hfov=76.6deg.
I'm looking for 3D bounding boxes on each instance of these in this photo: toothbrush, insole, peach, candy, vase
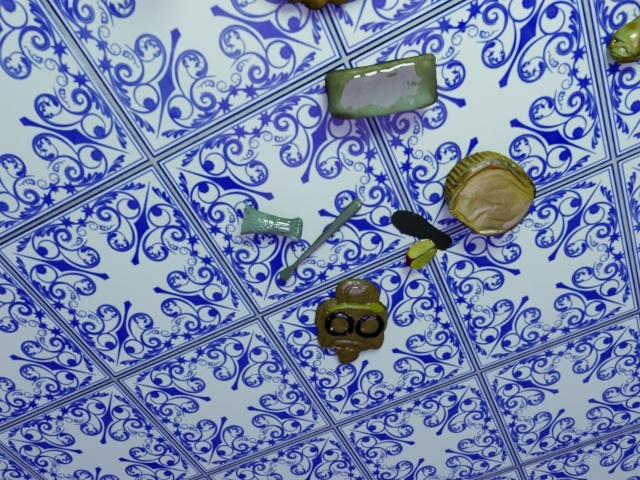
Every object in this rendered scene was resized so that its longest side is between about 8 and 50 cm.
[{"bbox_3d":[0.000,0.000,1.047,0.030,0.030,0.297,45,105,0],"label":"toothbrush"},{"bbox_3d":[0.265,-0.027,1.057,0.189,0.004,0.064,28,111,-14],"label":"insole"},{"bbox_3d":[0.260,0.031,1.057,0.078,0.050,0.083,7,129,-33],"label":"peach"},{"bbox_3d":[0.128,-0.324,0.863,0.234,0.102,0.104,-11,115,1],"label":"candy"},{"bbox_3d":[-0.118,-0.038,1.000,0.149,0.081,0.081,11,114,-10],"label":"vase"}]

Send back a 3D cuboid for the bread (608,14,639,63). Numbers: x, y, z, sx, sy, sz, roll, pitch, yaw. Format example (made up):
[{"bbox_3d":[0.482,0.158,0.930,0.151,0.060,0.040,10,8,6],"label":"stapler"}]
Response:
[{"bbox_3d":[0.779,-0.486,0.827,0.368,0.084,0.077,-29,71,12],"label":"bread"}]

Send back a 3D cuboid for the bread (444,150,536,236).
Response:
[{"bbox_3d":[0.397,-0.115,0.970,0.200,0.104,0.198,1,116,2],"label":"bread"}]

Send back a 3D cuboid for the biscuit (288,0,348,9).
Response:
[{"bbox_3d":[-0.003,-0.607,0.731,0.327,0.107,0.325,-1,112,-3],"label":"biscuit"}]

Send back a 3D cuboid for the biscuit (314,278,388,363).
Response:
[{"bbox_3d":[0.088,0.239,1.154,0.209,0.041,0.289,3,114,-3],"label":"biscuit"}]
